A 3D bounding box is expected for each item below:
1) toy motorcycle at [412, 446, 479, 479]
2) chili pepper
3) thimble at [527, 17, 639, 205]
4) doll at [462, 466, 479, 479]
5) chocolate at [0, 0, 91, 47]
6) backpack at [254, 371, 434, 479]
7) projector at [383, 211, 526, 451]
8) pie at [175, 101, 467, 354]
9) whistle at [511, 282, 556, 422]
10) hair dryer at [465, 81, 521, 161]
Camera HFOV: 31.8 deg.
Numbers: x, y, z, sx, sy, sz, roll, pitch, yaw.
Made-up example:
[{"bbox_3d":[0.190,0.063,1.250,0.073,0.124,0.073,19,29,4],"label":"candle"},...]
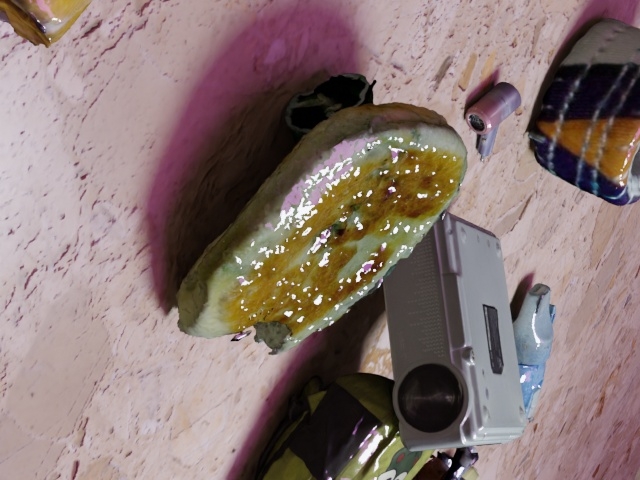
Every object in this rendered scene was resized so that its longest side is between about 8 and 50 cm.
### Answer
[{"bbox_3d":[0.110,0.345,1.474,0.401,0.207,0.134,-51,173,-16],"label":"toy motorcycle"},{"bbox_3d":[0.022,-0.061,1.063,0.088,0.059,0.227,-31,148,-12],"label":"chili pepper"},{"bbox_3d":[0.392,-0.163,1.480,0.237,0.150,0.237,-42,149,-33],"label":"thimble"},{"bbox_3d":[0.182,0.443,1.781,0.296,0.117,0.141,-26,148,-45],"label":"doll"},{"bbox_3d":[-0.119,-0.217,0.656,0.219,0.085,0.086,-54,153,-13],"label":"chocolate"},{"bbox_3d":[0.014,0.265,1.309,0.253,0.140,0.207,-51,152,4],"label":"backpack"},{"bbox_3d":[0.152,0.104,1.267,0.192,0.099,0.257,16,65,-61],"label":"projector"},{"bbox_3d":[0.005,-0.006,1.002,0.302,0.067,0.302,-30,152,-17],"label":"pie"},{"bbox_3d":[0.319,0.187,1.794,0.180,0.093,0.269,-26,133,-47],"label":"whistle"},{"bbox_3d":[0.196,-0.128,1.318,0.063,0.037,0.114,-41,155,-27],"label":"hair dryer"}]
